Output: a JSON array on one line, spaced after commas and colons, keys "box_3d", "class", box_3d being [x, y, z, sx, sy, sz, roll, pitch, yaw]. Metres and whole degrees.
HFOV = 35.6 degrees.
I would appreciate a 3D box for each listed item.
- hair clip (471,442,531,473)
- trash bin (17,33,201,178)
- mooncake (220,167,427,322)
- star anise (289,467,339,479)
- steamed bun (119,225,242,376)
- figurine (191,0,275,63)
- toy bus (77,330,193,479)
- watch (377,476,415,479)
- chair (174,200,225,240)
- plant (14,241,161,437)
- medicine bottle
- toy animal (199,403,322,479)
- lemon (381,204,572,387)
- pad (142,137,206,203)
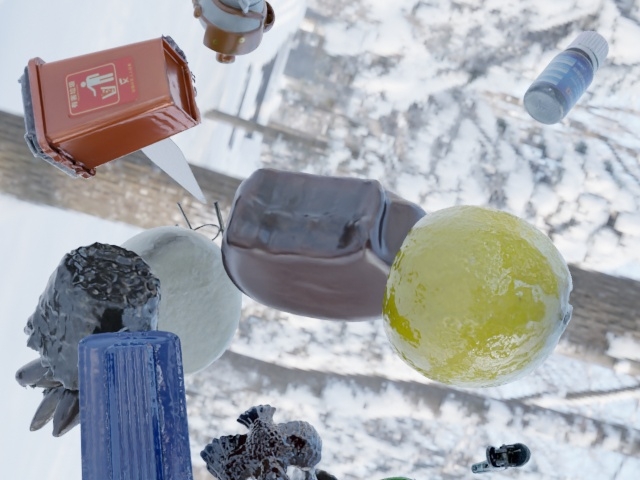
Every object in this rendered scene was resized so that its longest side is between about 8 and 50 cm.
[{"box_3d": [0.287, 0.366, 1.637, 0.229, 0.070, 0.039, 92, -6, -70], "class": "hair clip"}, {"box_3d": [-0.308, -0.201, 1.502, 0.184, 0.238, 0.161, 48, 29, -70], "class": "trash bin"}, {"box_3d": [0.000, 0.000, 1.591, 0.326, 0.334, 0.174, -13, -129, 42], "class": "mooncake"}, {"box_3d": [-0.035, 0.533, 1.907, 0.139, 0.315, 0.359, -100, -167, -49], "class": "star anise"}, {"box_3d": [-0.292, 0.111, 1.843, 0.177, 0.283, 0.283, 10, -99, 53], "class": "steamed bun"}, {"box_3d": [-0.149, -0.410, 1.668, 0.271, 0.143, 0.143, 86, 15, -57], "class": "figurine"}, {"box_3d": [-0.248, 0.281, 1.324, 0.175, 0.138, 0.288, 107, -23, -54], "class": "toy bus"}, {"box_3d": [0.133, 0.502, 1.782, 0.165, 0.152, 0.131, 4, -66, 51], "class": "watch"}, {"box_3d": [-0.237, 0.025, 2.088, 0.095, 0.104, 0.222, -57, 136, -39], "class": "chair"}, {"box_3d": [-0.351, 0.166, 1.543, 0.194, 0.181, 0.321, -16, 140, -46], "class": "plant"}, {"box_3d": [0.438, -0.292, 1.766, 0.203, 0.083, 0.083, -49, 172, -32], "class": "medicine bottle"}, {"box_3d": [-0.096, 0.363, 1.721, 0.179, 0.218, 0.116, -150, -126, -77], "class": "toy animal"}, {"box_3d": [0.214, 0.078, 1.286, 0.240, 0.219, 0.240, -34, 132, -50], "class": "lemon"}, {"box_3d": [-0.276, -0.156, 1.704, 0.002, 0.176, 0.266, -47, 164, -12], "class": "pad"}]
